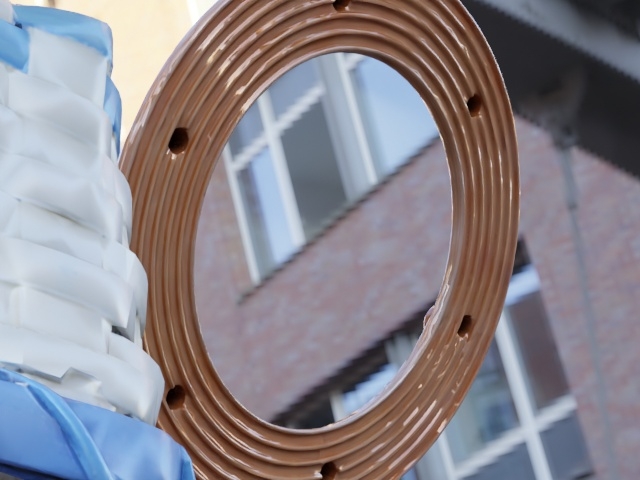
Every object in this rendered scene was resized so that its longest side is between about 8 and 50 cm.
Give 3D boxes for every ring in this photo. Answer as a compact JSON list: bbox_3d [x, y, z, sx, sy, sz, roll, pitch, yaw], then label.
[{"bbox_3d":[0.000,0.000,1.093,0.032,0.336,0.336,12,-3,42],"label":"ring"}]

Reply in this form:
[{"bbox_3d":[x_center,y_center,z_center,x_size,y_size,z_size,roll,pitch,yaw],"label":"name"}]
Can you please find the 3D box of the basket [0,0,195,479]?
[{"bbox_3d":[-0.152,0.085,0.466,0.201,0.289,0.255,13,-34,-26],"label":"basket"}]
